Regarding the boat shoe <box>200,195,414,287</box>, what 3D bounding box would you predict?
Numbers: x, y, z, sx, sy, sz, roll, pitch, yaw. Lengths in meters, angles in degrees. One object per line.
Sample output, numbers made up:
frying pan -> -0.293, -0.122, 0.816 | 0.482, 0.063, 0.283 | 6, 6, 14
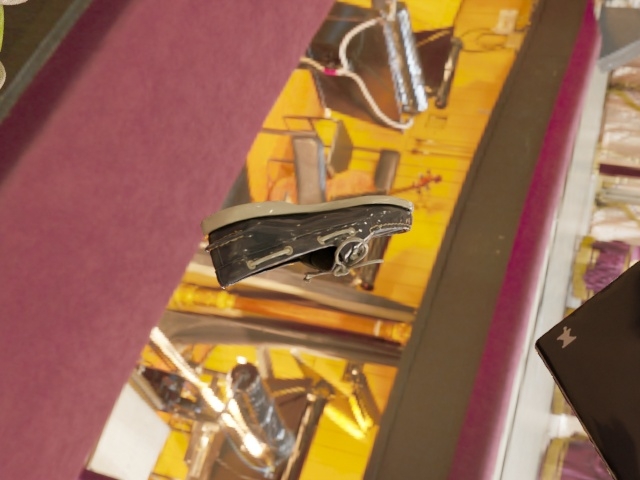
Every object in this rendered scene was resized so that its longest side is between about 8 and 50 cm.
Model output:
boat shoe -> 0.000, 0.000, 0.806 | 0.255, 0.095, 0.079 | -5, 76, -40

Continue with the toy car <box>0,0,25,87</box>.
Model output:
toy car -> -0.342, -0.218, 0.674 | 0.136, 0.182, 0.159 | -6, 144, -44

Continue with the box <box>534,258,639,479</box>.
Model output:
box -> 0.364, 0.109, 0.517 | 0.294, 0.296, 0.182 | 42, 16, -22
